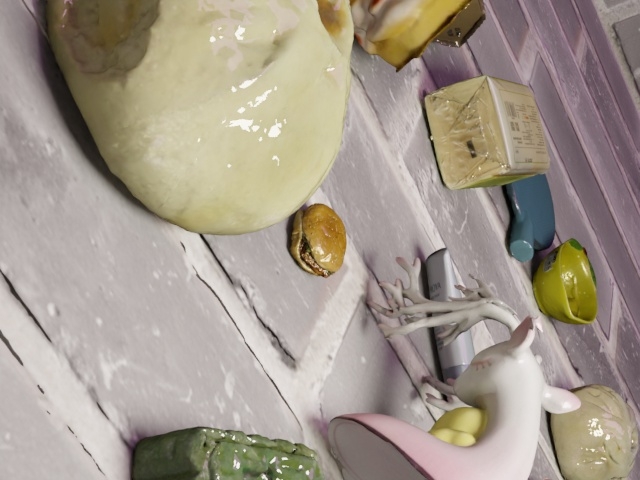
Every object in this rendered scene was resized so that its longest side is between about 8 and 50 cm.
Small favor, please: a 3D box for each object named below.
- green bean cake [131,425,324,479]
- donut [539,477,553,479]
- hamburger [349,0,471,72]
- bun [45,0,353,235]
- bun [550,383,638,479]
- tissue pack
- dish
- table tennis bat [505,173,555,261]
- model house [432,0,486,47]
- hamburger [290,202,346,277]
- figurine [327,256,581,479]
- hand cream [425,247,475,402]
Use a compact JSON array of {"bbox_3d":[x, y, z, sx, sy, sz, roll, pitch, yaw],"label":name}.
[{"bbox_3d":[-0.071,0.256,0.869,0.185,0.094,0.184,25,54,-48],"label":"green bean cake"},{"bbox_3d":[0.334,0.388,1.481,0.166,0.117,0.065,2,91,-51],"label":"donut"},{"bbox_3d":[0.115,-0.387,1.380,0.237,0.276,0.276,46,33,-5],"label":"hamburger"},{"bbox_3d":[-0.078,-0.193,0.981,0.364,0.202,0.364,38,45,-50],"label":"bun"},{"bbox_3d":[0.473,0.341,1.743,0.178,0.127,0.193,12,66,-60],"label":"bun"},{"bbox_3d":[0.274,-0.172,1.672,0.234,0.125,0.159,-9,84,-63],"label":"tissue pack"},{"bbox_3d":[0.436,0.082,1.869,0.149,0.080,0.208,58,33,-18],"label":"dish"},{"bbox_3d":[0.381,-0.067,1.896,0.215,0.044,0.329,61,28,-23],"label":"table tennis bat"},{"bbox_3d":[0.236,-0.417,1.735,0.248,0.176,0.181,40,39,-70],"label":"model house"},{"bbox_3d":[0.000,0.000,1.177,0.076,0.044,0.083,47,35,-40],"label":"hamburger"},{"bbox_3d":[0.140,0.166,1.173,0.315,0.284,0.207,-33,116,-36],"label":"figurine"},{"bbox_3d":[0.182,0.137,1.406,0.048,0.079,0.255,-6,77,-21],"label":"hand cream"}]
